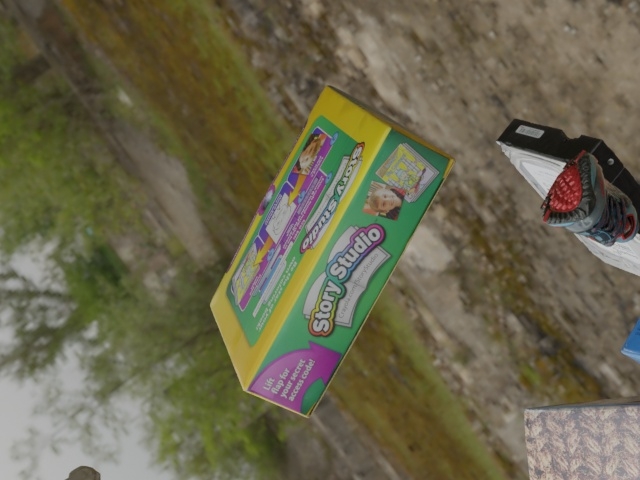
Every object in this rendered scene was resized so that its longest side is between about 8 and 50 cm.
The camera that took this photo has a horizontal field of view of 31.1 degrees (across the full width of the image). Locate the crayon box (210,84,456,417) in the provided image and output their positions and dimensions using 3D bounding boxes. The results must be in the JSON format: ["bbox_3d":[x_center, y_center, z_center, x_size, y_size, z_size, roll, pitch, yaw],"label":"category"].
[{"bbox_3d":[0.000,0.000,1.496,0.106,0.363,0.313,26,-171,-20],"label":"crayon box"}]

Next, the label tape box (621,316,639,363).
[{"bbox_3d":[0.603,0.204,1.519,0.333,0.106,0.240,34,172,-16],"label":"label tape box"}]

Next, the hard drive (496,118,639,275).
[{"bbox_3d":[0.462,-0.057,1.899,0.339,0.064,0.237,42,173,-30],"label":"hard drive"}]

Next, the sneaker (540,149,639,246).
[{"bbox_3d":[0.367,-0.048,1.506,0.125,0.104,0.262,28,-169,6],"label":"sneaker"}]

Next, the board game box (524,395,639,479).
[{"bbox_3d":[0.363,0.208,1.027,0.232,0.291,0.141,-10,81,43],"label":"board game box"}]

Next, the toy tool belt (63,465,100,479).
[{"bbox_3d":[-0.286,0.303,1.330,0.052,0.083,0.051,19,133,53],"label":"toy tool belt"}]
